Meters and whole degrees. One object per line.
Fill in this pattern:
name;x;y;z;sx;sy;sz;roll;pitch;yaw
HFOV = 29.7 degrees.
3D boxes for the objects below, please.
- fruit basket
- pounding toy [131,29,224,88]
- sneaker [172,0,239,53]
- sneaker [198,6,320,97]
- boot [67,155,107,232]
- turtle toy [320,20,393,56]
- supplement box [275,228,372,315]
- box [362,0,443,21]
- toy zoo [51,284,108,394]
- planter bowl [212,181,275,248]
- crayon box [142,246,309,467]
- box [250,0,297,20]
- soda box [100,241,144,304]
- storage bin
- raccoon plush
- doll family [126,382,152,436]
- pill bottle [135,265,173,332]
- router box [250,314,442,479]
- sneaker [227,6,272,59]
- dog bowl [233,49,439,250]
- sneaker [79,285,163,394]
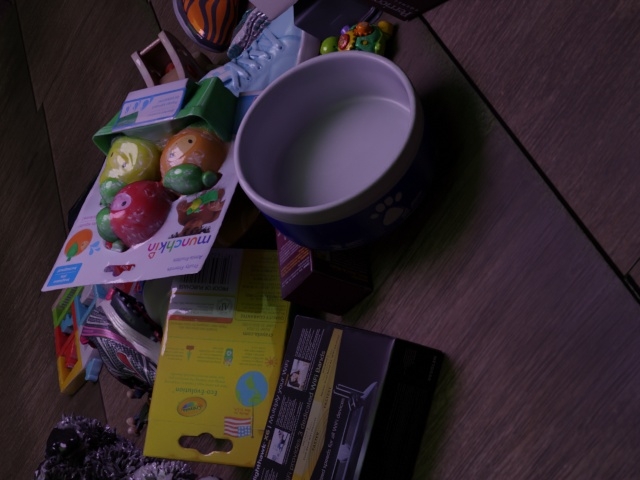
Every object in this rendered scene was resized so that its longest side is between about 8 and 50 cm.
fruit basket;-0.253;-0.085;1.825;0.327;0.165;0.353;-7;44;36
pounding toy;-0.231;-0.303;2.139;0.155;0.154;0.269;-35;27;13
sneaker;-0.179;-0.509;2.241;0.180;0.125;0.321;-41;42;42
sneaker;-0.123;-0.254;1.990;0.366;0.150;0.135;-65;33;11
boot;-0.424;-0.075;2.421;0.207;0.094;0.246;-57;27;16
turtle toy;0.050;-0.287;1.816;0.130;0.066;0.095;1;75;58
supplement box;0.000;0.000;1.707;0.081;0.104;0.188;-42;42;39
box;0.165;-0.441;1.599;0.381;0.191;0.143;-16;61;54
toy zoo;-0.481;0.176;2.443;0.192;0.030;0.293;-53;35;28
planter bowl;-0.115;-0.066;1.926;0.217;0.090;0.217;-26;53;39
crayon box;-0.133;0.171;1.757;0.202;0.081;0.318;3;72;21
box;-0.020;-0.480;1.895;0.113;0.094;0.275;-25;28;56
soda box;-0.354;0.060;2.243;0.263;0.092;0.083;35;104;58
storage bin;0.022;-0.361;1.878;0.135;0.091;0.098;-38;45;44
raccoon plush;-0.272;0.382;1.936;0.446;0.299;0.216;-66;-14;-75
doll family;-0.274;0.241;2.044;0.111;0.076;0.193;-54;32;34
pill bottle;-0.225;0.054;1.987;0.152;0.152;0.272;-54;35;27
router box;0.019;0.264;1.558;0.243;0.081;0.308;9;81;58
sneaker;-0.113;-0.390;2.137;0.166;0.065;0.076;-39;40;39
dog bowl;0.022;-0.121;1.625;0.265;0.104;0.265;-13;54;19
sneaker;-0.273;0.206;1.947;0.112;0.121;0.299;-49;56;2
